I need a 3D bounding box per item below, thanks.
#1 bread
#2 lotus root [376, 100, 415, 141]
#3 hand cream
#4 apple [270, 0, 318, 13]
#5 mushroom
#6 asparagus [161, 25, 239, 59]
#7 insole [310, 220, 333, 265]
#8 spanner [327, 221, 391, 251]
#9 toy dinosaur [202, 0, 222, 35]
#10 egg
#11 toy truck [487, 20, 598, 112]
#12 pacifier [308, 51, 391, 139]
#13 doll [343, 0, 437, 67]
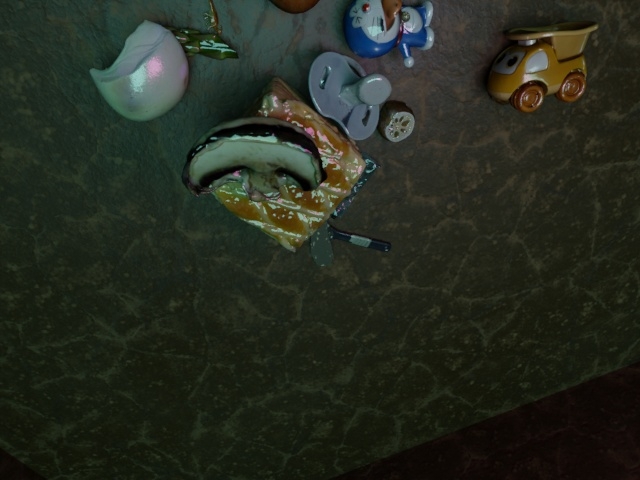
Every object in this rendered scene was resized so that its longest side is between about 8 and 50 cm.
[{"bbox_3d":[-0.101,-0.225,1.306,0.390,0.279,0.371,36,112,-25],"label":"bread"},{"bbox_3d":[0.241,-0.371,1.385,0.112,0.081,0.122,22,116,-27],"label":"lotus root"},{"bbox_3d":[0.106,-0.174,1.491,0.075,0.052,0.248,26,114,-22],"label":"hand cream"},{"bbox_3d":[-0.070,-0.674,1.110,0.180,0.168,0.181,-1,117,-2],"label":"apple"},{"bbox_3d":[-0.161,-0.198,1.086,0.344,0.130,0.248,-8,144,3],"label":"mushroom"},{"bbox_3d":[-0.368,-0.541,1.199,0.287,0.080,0.080,-3,121,-12],"label":"asparagus"},{"bbox_3d":[0.000,0.000,1.583,0.081,0.011,0.248,-5,129,2],"label":"insole"},{"bbox_3d":[0.116,-0.003,1.613,0.315,0.024,0.087,15,119,-17],"label":"spanner"},{"bbox_3d":[-0.301,-0.611,1.194,0.041,0.026,0.113,-20,130,-3],"label":"toy dinosaur"},{"bbox_3d":[-0.475,-0.411,1.170,0.270,0.162,0.206,-18,137,28],"label":"egg"},{"bbox_3d":[0.638,-0.507,1.280,0.287,0.204,0.212,-12,118,0],"label":"toy truck"},{"bbox_3d":[0.104,-0.423,1.229,0.279,0.207,0.228,29,74,-36],"label":"pacifier"},{"bbox_3d":[0.191,-0.583,1.203,0.256,0.161,0.215,-11,94,-14],"label":"doll"}]
